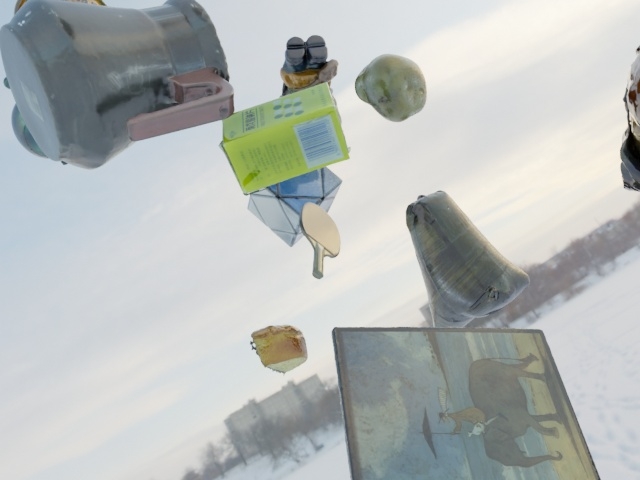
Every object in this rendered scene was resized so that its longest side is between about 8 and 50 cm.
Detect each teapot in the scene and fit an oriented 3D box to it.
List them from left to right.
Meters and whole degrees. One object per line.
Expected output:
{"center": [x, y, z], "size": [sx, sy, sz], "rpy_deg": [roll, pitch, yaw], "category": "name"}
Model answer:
{"center": [-0.353, -0.302, 1.129], "size": [0.361, 0.376, 0.306], "rpy_deg": [-27, -41, -31], "category": "teapot"}

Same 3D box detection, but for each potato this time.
{"center": [0.160, -0.361, 1.422], "size": [0.157, 0.194, 0.157], "rpy_deg": [-14, -66, -34], "category": "potato"}

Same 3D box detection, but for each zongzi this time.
{"center": [0.351, 0.091, 1.840], "size": [0.208, 0.403, 0.432], "rpy_deg": [-32, -12, -35], "category": "zongzi"}

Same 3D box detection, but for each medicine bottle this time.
{"center": [-0.074, -0.213, 1.264], "size": [0.250, 0.137, 0.141], "rpy_deg": [-17, -50, 3], "category": "medicine bottle"}

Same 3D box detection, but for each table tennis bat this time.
{"center": [0.000, 0.000, 1.441], "size": [0.138, 0.246, 0.022], "rpy_deg": [38, -58, -26], "category": "table tennis bat"}

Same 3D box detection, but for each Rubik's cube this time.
{"center": [-0.086, -0.143, 1.910], "size": [0.205, 0.205, 0.207], "rpy_deg": [-44, -9, -30], "category": "Rubik's cube"}

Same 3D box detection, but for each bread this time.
{"center": [-0.109, 0.327, 1.861], "size": [0.134, 0.129, 0.260], "rpy_deg": [-27, -21, 7], "category": "bread"}

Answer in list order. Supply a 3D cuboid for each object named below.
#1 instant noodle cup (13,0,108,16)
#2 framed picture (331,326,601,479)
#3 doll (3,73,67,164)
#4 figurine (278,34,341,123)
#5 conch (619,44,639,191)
{"center": [-0.551, -0.418, 1.295], "size": [0.215, 0.172, 0.216], "rpy_deg": [-8, -39, -7], "category": "instant noodle cup"}
{"center": [0.196, 0.235, 0.842], "size": [0.347, 0.265, 0.016], "rpy_deg": [3, -40, -11], "category": "framed picture"}
{"center": [-0.769, -0.365, 1.685], "size": [0.186, 0.322, 0.198], "rpy_deg": [-20, 1, 2], "category": "doll"}
{"center": [-0.036, -0.442, 1.739], "size": [0.185, 0.204, 0.332], "rpy_deg": [-5, -45, -3], "category": "figurine"}
{"center": [0.209, -0.087, 0.320], "size": [0.086, 0.080, 0.233], "rpy_deg": [-32, -31, 5], "category": "conch"}
